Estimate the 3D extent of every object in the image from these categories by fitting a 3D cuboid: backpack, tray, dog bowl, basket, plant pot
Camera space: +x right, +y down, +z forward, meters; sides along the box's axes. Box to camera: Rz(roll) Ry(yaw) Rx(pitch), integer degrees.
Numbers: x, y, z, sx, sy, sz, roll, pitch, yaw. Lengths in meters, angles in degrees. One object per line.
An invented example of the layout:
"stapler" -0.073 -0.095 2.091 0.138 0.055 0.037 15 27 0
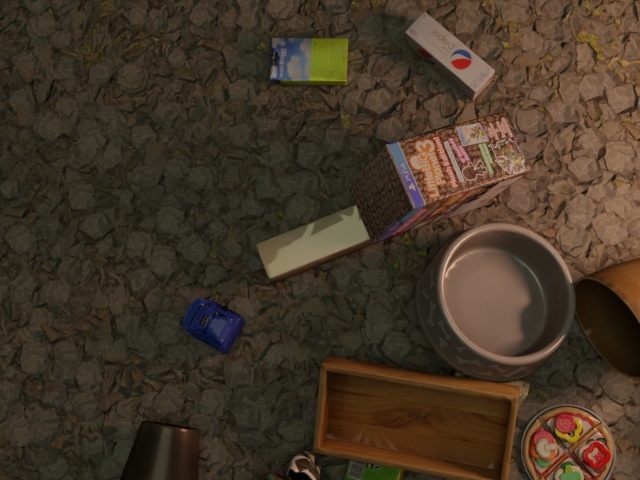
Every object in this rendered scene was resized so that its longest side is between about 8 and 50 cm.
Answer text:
"backpack" -0.243 0.180 1.970 0.120 0.101 0.098 29 79 12
"tray" 0.199 0.378 1.866 0.411 0.076 0.202 8 103 14
"dog bowl" 0.379 0.120 1.872 0.349 0.102 0.348 3 71 -10
"basket" -0.347 0.512 1.910 0.204 0.154 0.226 8 79 4
"plant pot" 0.704 0.127 1.852 0.254 0.237 0.237 -26 80 -15

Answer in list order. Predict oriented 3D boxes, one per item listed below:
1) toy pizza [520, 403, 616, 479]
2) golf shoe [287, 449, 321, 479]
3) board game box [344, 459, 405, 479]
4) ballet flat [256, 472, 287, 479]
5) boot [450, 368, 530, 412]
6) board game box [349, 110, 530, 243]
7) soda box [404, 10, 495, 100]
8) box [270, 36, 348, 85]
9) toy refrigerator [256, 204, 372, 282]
"toy pizza" 0.533 0.453 1.898 0.201 0.032 0.201 -1 82 5
"golf shoe" -0.012 0.545 1.867 0.077 0.094 0.198 -36 87 21
"board game box" 0.090 0.597 1.893 0.124 0.039 0.259 12 80 31
"ballet flat" -0.050 0.649 1.834 0.116 0.124 0.342 -17 91 -20
"boot" 0.377 0.276 1.916 0.165 0.077 0.213 21 78 3
"board game box" 0.245 -0.130 1.856 0.291 0.232 0.141 -18 79 -23
"soda box" 0.292 -0.421 2.020 0.216 0.074 0.069 43 87 9
"box" -0.025 -0.417 2.062 0.178 0.042 0.109 1 81 5
"toy refrigerator" 0.000 0.000 1.972 0.270 0.102 0.094 -22 81 2
